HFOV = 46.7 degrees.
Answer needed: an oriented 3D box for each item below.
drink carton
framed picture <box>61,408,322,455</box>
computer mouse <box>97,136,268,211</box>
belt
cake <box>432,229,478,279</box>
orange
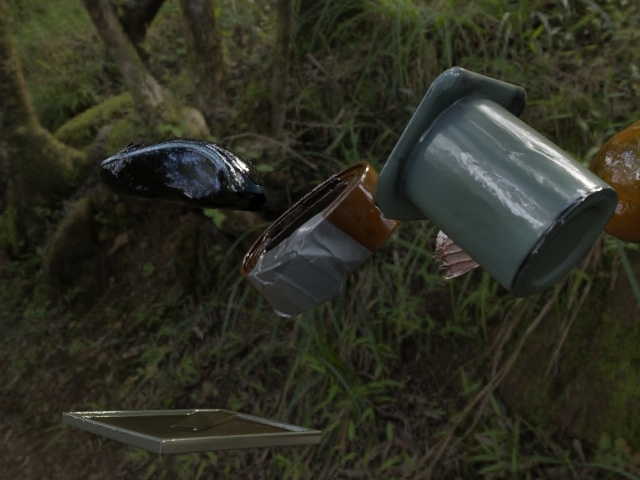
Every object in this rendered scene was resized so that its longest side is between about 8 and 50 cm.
[{"bbox_3d":[0.195,-0.048,0.794,0.189,0.191,0.185,44,27,28],"label":"drink carton"},{"bbox_3d":[-0.153,0.230,0.913,0.192,0.018,0.265,2,-8,40],"label":"framed picture"},{"bbox_3d":[-0.183,-0.095,1.014,0.233,0.097,0.137,9,0,-5],"label":"computer mouse"},{"bbox_3d":[0.000,0.000,1.071,0.261,0.105,0.184,-36,19,23],"label":"belt"},{"bbox_3d":[0.335,-0.007,1.580,0.135,0.098,0.287,18,38,35],"label":"cake"},{"bbox_3d":[0.515,-0.101,1.111,0.240,0.171,0.240,-28,16,9],"label":"orange"}]
